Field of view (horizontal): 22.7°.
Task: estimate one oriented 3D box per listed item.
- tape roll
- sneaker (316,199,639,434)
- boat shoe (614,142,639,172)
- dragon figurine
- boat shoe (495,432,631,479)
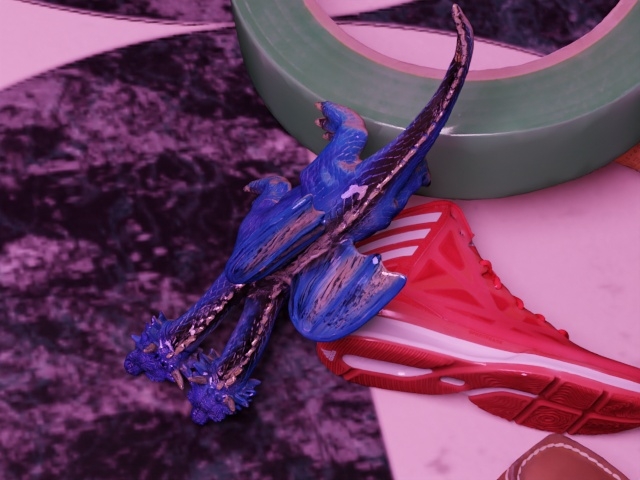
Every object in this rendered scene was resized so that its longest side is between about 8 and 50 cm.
[{"bbox_3d":[0.099,-0.180,1.057,0.321,0.077,0.321,-2,60,4],"label":"tape roll"},{"bbox_3d":[0.115,0.039,1.004,0.221,0.087,0.128,15,62,-10],"label":"sneaker"},{"bbox_3d":[0.278,-0.166,1.152,0.103,0.113,0.302,38,68,0],"label":"boat shoe"},{"bbox_3d":[0.000,0.000,0.905,0.085,0.289,0.144,39,40,-17],"label":"dragon figurine"},{"bbox_3d":[0.231,0.241,0.914,0.122,0.120,0.324,-36,78,-29],"label":"boat shoe"}]
